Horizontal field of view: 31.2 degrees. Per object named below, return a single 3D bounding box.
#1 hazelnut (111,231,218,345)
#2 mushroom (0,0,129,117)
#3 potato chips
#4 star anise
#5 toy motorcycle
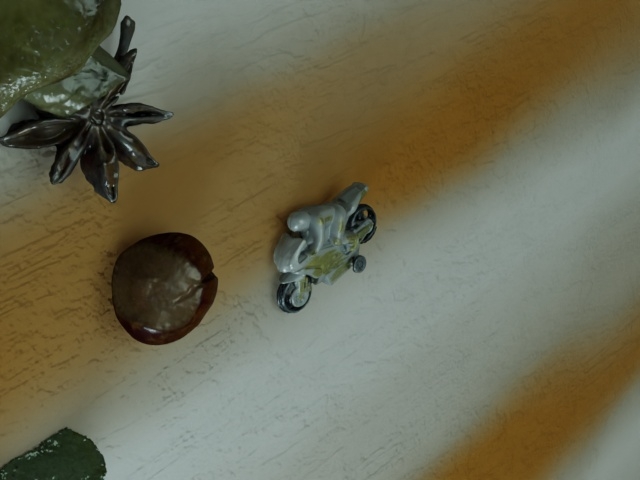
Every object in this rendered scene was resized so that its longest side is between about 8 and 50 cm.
[{"bbox_3d":[-0.206,0.063,1.511,0.143,0.143,0.154,17,91,-46],"label":"hazelnut"},{"bbox_3d":[-0.350,-0.248,1.232,0.217,0.212,0.292,-42,115,-35],"label":"mushroom"},{"bbox_3d":[-0.362,0.341,1.430,0.167,0.059,0.228,27,75,-34],"label":"potato chips"},{"bbox_3d":[-0.282,-0.161,1.423,0.231,0.089,0.209,-48,115,-31],"label":"star anise"},{"bbox_3d":[0.000,0.000,1.746,0.228,0.074,0.151,-45,130,-21],"label":"toy motorcycle"}]
